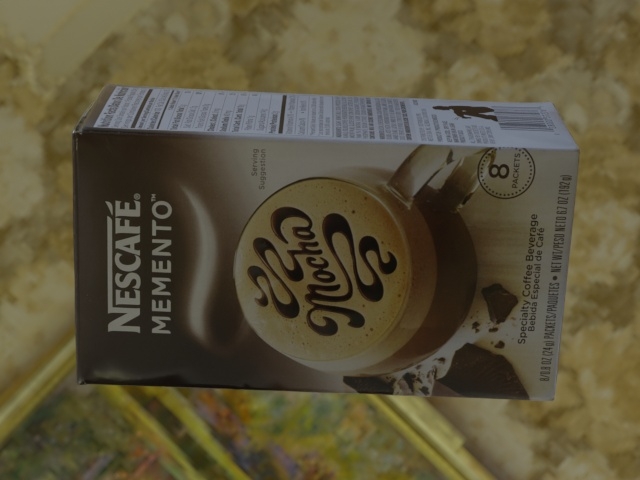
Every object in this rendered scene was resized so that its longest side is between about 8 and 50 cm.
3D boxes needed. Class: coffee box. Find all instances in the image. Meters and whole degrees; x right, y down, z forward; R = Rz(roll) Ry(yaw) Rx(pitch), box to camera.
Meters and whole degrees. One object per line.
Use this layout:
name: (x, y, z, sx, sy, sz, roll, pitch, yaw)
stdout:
coffee box: (0.000, 0.000, 0.902, 0.297, 0.168, 0.119, 2, -160, -1)
